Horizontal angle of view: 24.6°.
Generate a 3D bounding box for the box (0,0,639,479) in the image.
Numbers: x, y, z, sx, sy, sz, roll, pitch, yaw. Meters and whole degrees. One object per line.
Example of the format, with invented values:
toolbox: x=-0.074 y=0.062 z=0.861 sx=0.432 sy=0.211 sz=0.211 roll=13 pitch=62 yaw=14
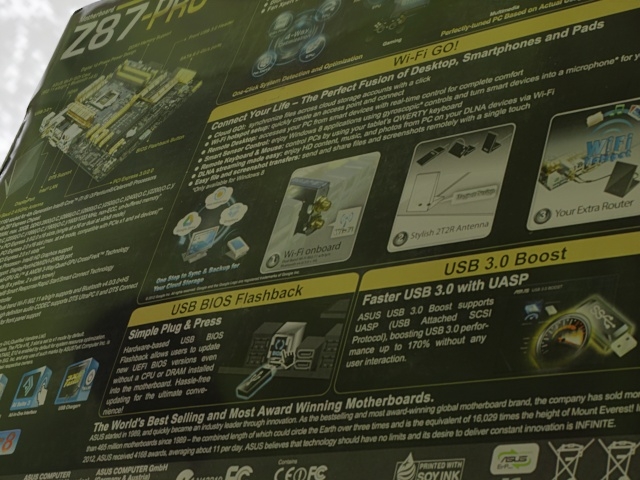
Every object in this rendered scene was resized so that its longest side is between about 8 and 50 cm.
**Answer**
box: x=0.000 y=0.000 z=0.580 sx=0.395 sy=0.097 sz=0.318 roll=-12 pitch=-129 yaw=39
